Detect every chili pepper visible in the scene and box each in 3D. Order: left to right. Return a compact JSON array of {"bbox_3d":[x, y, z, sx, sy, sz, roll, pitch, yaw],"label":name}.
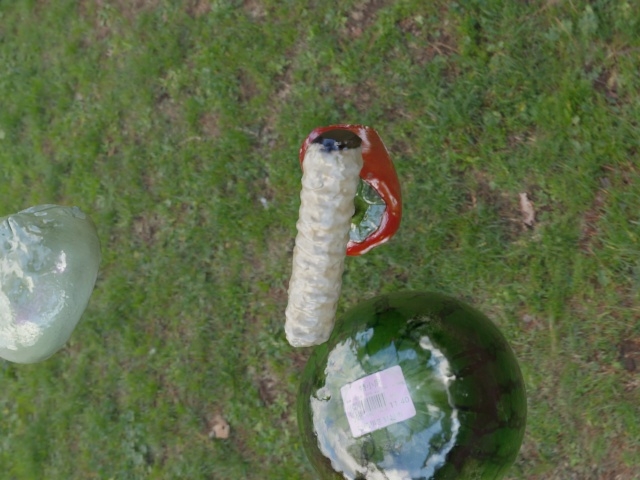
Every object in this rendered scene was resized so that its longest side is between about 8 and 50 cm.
[{"bbox_3d":[0.043,-0.048,0.893,0.338,0.134,0.131,-99,10,-66],"label":"chili pepper"}]

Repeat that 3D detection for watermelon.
[{"bbox_3d":[0.134,0.237,1.012,0.363,0.363,0.364,-5,82,37],"label":"watermelon"}]

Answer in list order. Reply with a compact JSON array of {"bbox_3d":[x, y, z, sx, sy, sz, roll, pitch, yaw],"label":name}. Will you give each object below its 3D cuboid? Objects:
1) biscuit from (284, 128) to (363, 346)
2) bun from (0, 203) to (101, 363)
[{"bbox_3d":[0.000,0.000,0.673,0.055,0.061,0.219,27,120,40],"label":"biscuit"},{"bbox_3d":[-0.492,0.060,1.137,0.283,0.179,0.283,-31,48,42],"label":"bun"}]
